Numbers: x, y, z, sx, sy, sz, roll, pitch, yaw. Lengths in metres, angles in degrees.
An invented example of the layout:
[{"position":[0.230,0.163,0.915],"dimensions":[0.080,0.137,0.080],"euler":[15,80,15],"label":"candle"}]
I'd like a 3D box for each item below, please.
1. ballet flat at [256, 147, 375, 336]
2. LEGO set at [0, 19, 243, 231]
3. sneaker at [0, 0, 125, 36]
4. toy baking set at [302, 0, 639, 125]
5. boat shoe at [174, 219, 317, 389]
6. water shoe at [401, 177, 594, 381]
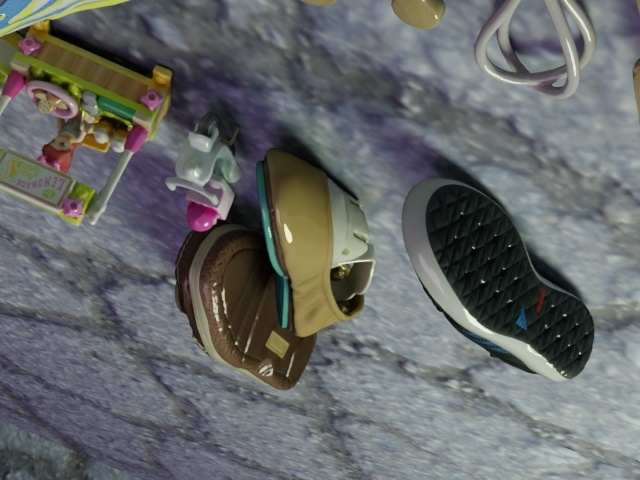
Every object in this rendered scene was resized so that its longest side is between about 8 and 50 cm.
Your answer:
[{"position":[0.000,0.000,0.764],"dimensions":[0.073,0.080,0.232],"euler":[-6,159,-1],"label":"ballet flat"},{"position":[-0.198,-0.068,0.728],"dimensions":[0.287,0.107,0.132],"euler":[15,157,20],"label":"LEGO set"},{"position":[-0.175,-0.117,0.565],"dimensions":[0.240,0.126,0.091],"euler":[6,153,38],"label":"sneaker"},{"position":[0.066,-0.125,0.444],"dimensions":[0.256,0.030,0.197],"euler":[25,161,-2],"label":"toy baking set"},{"position":[-0.080,0.054,0.916],"dimensions":[0.095,0.095,0.257],"euler":[22,160,20],"label":"boat shoe"},{"position":[0.094,0.033,0.716],"dimensions":[0.080,0.073,0.203],"euler":[4,151,45],"label":"water shoe"}]
